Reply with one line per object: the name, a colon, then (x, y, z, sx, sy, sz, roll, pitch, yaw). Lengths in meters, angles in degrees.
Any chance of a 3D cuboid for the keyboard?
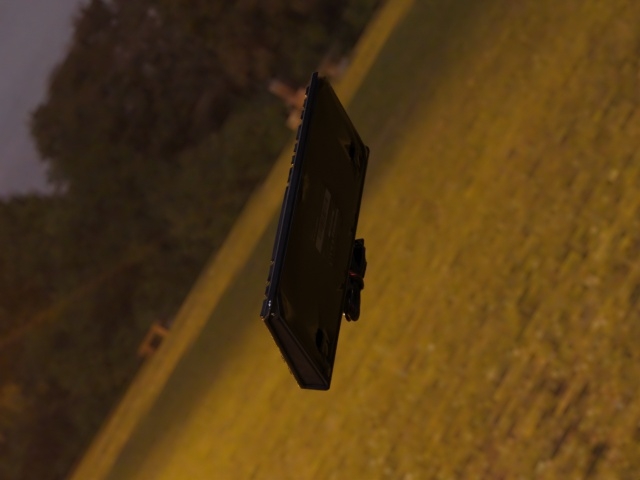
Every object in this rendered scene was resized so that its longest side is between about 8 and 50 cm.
keyboard: (0.000, 0.000, 1.021, 0.108, 0.023, 0.180, 57, -146, -44)
